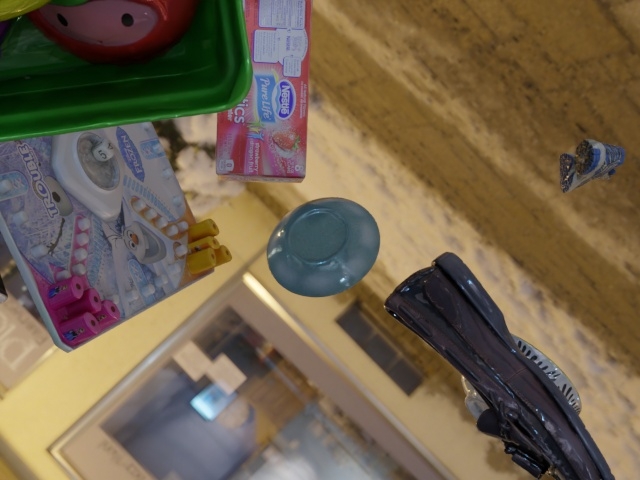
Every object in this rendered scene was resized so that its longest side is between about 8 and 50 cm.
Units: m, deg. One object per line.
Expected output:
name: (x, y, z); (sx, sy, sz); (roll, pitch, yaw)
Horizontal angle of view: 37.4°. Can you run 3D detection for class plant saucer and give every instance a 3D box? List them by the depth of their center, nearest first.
plant saucer: (0.000, 0.000, 1.554); (0.195, 0.195, 0.037); (40, 165, 32)

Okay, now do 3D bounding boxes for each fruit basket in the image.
fruit basket: (-0.240, -0.207, 0.696); (0.392, 0.392, 0.282); (30, 131, 59)

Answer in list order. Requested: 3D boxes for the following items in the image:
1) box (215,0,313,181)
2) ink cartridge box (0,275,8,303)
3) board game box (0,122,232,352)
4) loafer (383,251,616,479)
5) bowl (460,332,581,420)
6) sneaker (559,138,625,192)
box: (-0.095, -0.250, 1.590); (0.142, 0.154, 0.299); (171, 100, -86)
ink cartridge box: (-0.434, 0.071, 0.815); (0.165, 0.333, 0.065); (60, -174, 32)
board game box: (-0.279, -0.099, 1.186); (0.389, 0.050, 0.390); (66, -158, -4)
loafer: (0.174, 0.152, 0.946); (0.302, 0.095, 0.109); (57, 173, 25)
bowl: (0.235, 0.195, 1.196); (0.170, 0.080, 0.170); (37, 157, 18)
sneaker: (0.339, -0.090, 1.184); (0.135, 0.058, 0.052); (130, 140, -81)
